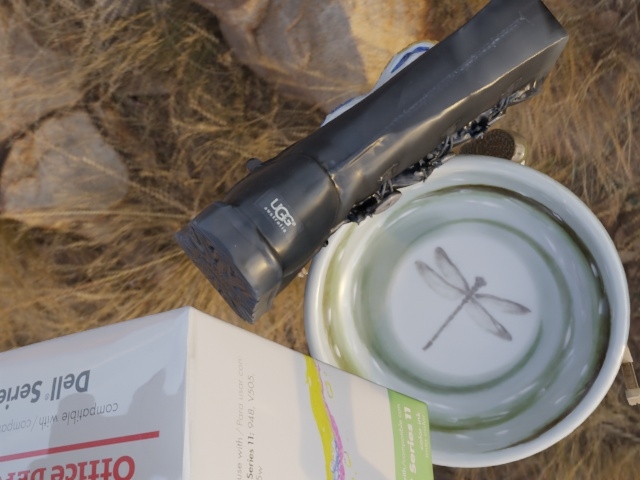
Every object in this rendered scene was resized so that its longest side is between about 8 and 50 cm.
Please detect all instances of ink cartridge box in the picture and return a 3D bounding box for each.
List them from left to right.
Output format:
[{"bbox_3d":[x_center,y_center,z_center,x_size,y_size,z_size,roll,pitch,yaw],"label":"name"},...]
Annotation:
[{"bbox_3d":[-0.094,0.141,0.586,0.207,0.353,0.119,-15,62,30],"label":"ink cartridge box"}]

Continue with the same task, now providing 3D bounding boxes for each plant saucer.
[{"bbox_3d":[0.182,0.087,1.144,0.401,0.100,0.400,1,99,8],"label":"plant saucer"}]

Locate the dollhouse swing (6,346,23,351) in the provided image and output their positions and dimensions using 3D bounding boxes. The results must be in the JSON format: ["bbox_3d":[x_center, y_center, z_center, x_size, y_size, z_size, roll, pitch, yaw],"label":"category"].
[{"bbox_3d":[-0.332,0.312,0.996,0.305,0.347,0.315,-7,118,17],"label":"dollhouse swing"}]

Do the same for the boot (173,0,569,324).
[{"bbox_3d":[0.048,-0.097,1.064,0.445,0.367,0.146,-41,96,-13],"label":"boot"}]

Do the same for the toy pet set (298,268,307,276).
[{"bbox_3d":[0.000,0.000,1.373,0.122,0.114,0.065,-34,78,2],"label":"toy pet set"}]

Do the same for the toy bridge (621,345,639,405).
[{"bbox_3d":[0.513,0.192,1.515,0.026,0.188,0.063,-19,142,18],"label":"toy bridge"}]

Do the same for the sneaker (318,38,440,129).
[{"bbox_3d":[0.082,-0.140,1.229,0.112,0.131,0.296,19,134,-27],"label":"sneaker"}]

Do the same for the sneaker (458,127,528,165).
[{"bbox_3d":[0.295,-0.136,1.409,0.086,0.192,0.064,5,87,-17],"label":"sneaker"}]

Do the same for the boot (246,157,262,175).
[{"bbox_3d":[-0.067,-0.060,1.302,0.037,0.114,0.106,-34,69,-13],"label":"boot"}]
